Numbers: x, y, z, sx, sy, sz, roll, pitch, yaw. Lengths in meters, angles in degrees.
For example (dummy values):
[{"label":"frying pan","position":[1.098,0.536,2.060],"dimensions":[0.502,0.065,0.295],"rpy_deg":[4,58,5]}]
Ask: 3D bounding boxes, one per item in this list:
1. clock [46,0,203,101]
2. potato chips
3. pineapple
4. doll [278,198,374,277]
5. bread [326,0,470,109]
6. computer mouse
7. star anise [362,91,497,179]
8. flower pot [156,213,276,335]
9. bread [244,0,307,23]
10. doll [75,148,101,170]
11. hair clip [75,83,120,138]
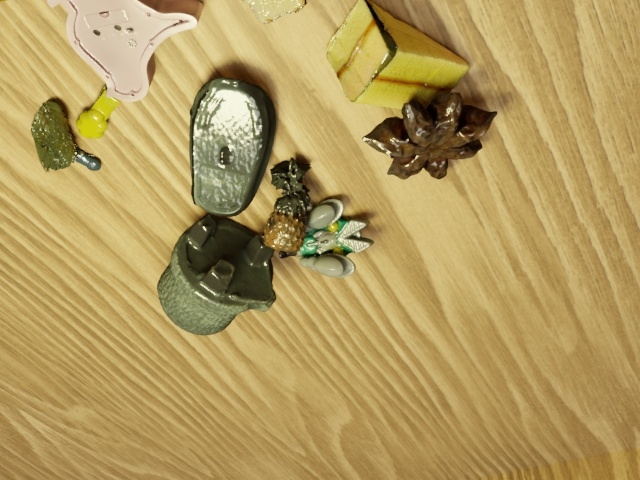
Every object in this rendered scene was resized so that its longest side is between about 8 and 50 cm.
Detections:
[{"label":"clock","position":[-0.385,-0.445,1.536],"dimensions":[0.290,0.080,0.275],"rpy_deg":[-7,133,14]},{"label":"potato chips","position":[-0.651,-0.247,1.762],"dimensions":[0.142,0.026,0.209],"rpy_deg":[41,128,-9]},{"label":"pineapple","position":[-0.079,-0.090,1.792],"dimensions":[0.119,0.111,0.237],"rpy_deg":[1,108,-33]},{"label":"doll","position":[0.011,0.018,1.882],"dimensions":[0.258,0.153,0.195],"rpy_deg":[-39,89,26]},{"label":"bread","position":[0.166,-0.393,1.562],"dimensions":[0.264,0.163,0.168],"rpy_deg":[-1,146,-42]},{"label":"computer mouse","position":[-0.218,-0.227,1.705],"dimensions":[0.203,0.114,0.374],"rpy_deg":[14,125,-4]},{"label":"star anise","position":[0.235,-0.229,1.626],"dimensions":[0.315,0.108,0.315],"rpy_deg":[-14,155,-7]},{"label":"flower pot","position":[-0.257,0.093,1.897],"dimensions":[0.299,0.299,0.283],"rpy_deg":[24,135,-17]},{"label":"bread","position":[-0.101,-0.512,1.473],"dimensions":[0.129,0.044,0.126],"rpy_deg":[-21,135,20]},{"label":"doll","position":[-0.612,-0.214,1.814],"dimensions":[0.125,0.027,0.037],"rpy_deg":[31,128,-18]},{"label":"hair clip","position":[-0.526,-0.298,1.711],"dimensions":[0.072,0.046,0.173],"rpy_deg":[37,128,-22]}]
